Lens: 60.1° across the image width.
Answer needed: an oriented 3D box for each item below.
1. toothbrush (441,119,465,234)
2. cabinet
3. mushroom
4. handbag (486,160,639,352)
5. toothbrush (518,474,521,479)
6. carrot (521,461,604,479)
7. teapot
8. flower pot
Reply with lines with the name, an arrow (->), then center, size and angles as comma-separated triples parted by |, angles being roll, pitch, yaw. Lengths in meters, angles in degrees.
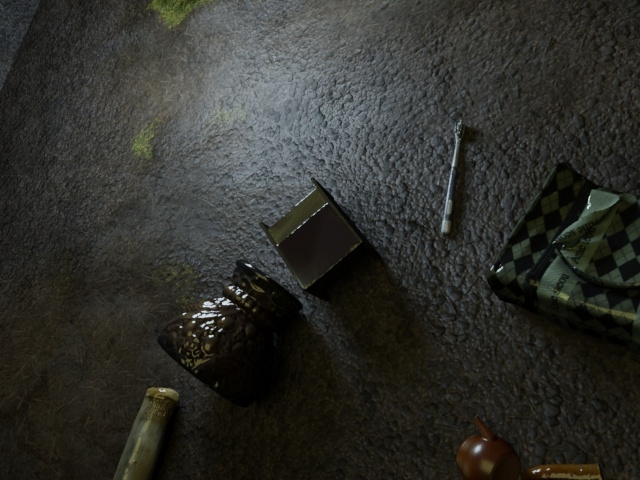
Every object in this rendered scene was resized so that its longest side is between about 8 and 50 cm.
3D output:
toothbrush -> 0.310, -0.150, 1.290 | 0.024, 0.026, 0.288 | 4, 74, 26
cabinet -> 0.000, 0.000, 1.317 | 0.175, 0.148, 0.215 | -41, 63, 7
mushroom -> -0.448, 0.531, 1.373 | 0.123, 0.095, 0.351 | 9, 74, 53
handbag -> 0.569, 0.029, 1.020 | 0.416, 0.180, 0.316 | 20, 72, 36
toothbrush -> 0.341, 0.512, 1.028 | 0.017, 0.014, 0.162 | 13, 76, 44
carrot -> 0.434, 0.423, 0.997 | 0.139, 0.048, 0.048 | -9, 67, 25
teapot -> 0.303, 0.419, 1.037 | 0.116, 0.116, 0.173 | 7, 101, 28
flower pot -> -0.192, 0.202, 1.285 | 0.266, 0.266, 0.267 | 30, 76, 32
